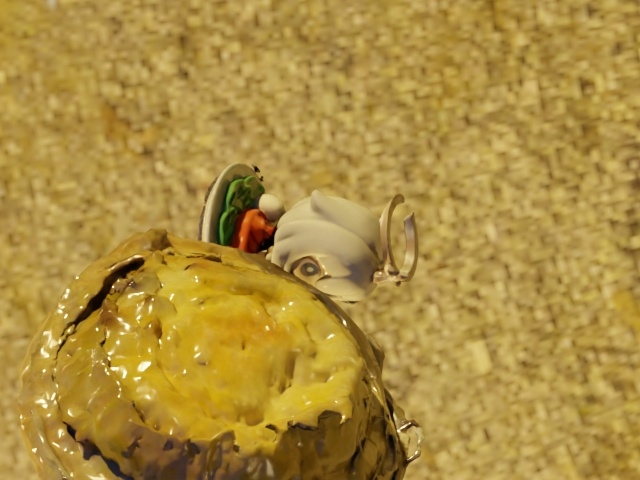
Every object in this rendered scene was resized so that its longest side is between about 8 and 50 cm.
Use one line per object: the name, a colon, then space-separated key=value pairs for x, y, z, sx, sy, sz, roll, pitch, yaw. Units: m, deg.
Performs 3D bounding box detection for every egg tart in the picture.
egg tart: x=-0.056 y=0.095 z=1.259 sx=0.291 sy=0.291 sz=0.107 roll=50 pitch=139 yaw=25

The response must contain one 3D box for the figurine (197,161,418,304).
figurine: x=0.000 y=0.000 z=1.448 sx=0.153 sy=0.132 sz=0.132 roll=-1 pitch=99 yaw=21
